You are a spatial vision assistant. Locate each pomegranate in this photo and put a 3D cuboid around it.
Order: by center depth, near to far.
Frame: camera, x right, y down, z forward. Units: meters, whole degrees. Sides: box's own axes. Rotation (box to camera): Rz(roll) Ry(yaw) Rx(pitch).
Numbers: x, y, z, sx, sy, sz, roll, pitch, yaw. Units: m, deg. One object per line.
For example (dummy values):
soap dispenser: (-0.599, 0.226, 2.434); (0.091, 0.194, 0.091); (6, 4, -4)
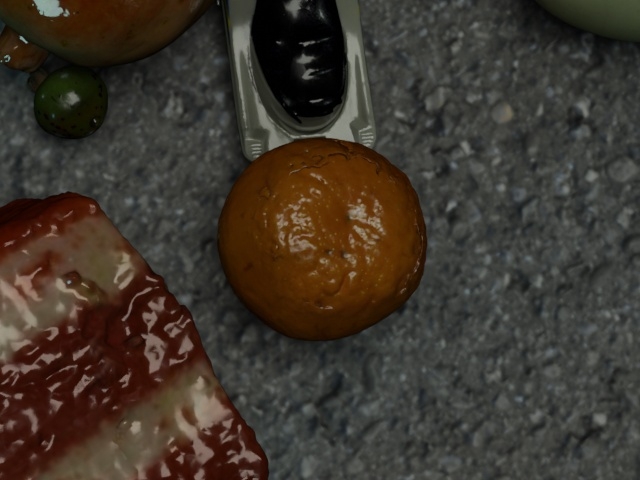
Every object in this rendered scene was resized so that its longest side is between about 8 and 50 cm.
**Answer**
pomegranate: (-0.210, -0.264, 1.741); (0.252, 0.229, 0.270); (30, 100, 5)
pomegranate: (-0.238, -0.128, 1.796); (0.085, 0.073, 0.073); (7, 79, 11)

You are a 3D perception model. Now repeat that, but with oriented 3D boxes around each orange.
orange: (0.000, 0.000, 1.767); (0.193, 0.161, 0.193); (1, 88, -20)

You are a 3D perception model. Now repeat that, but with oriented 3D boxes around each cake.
cake: (-0.240, 0.139, 1.614); (0.270, 0.269, 0.319); (-34, 99, -21)

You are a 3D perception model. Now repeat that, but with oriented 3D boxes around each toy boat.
toy boat: (-0.024, -0.206, 1.814); (0.141, 0.141, 0.269); (-6, 96, -10)

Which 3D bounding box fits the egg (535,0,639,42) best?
egg: (0.308, -0.281, 1.849); (0.254, 0.188, 0.188); (-8, 82, -9)
